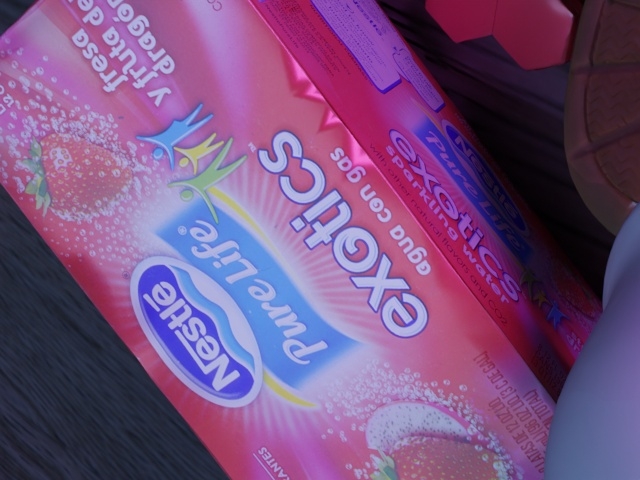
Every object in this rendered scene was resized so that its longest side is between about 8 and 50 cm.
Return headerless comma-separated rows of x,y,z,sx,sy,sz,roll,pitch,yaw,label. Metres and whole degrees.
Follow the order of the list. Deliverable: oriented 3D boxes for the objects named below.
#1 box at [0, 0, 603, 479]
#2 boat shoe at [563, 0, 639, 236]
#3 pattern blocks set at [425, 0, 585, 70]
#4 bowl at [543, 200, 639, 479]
0.000,0.000,0.583,0.142,0.154,0.300,-36,94,23,box
0.176,-0.157,0.415,0.121,0.110,0.341,39,124,41,boat shoe
0.004,-0.245,0.581,0.325,0.026,0.285,31,130,27,pattern blocks set
0.167,0.123,0.365,0.298,0.134,0.298,39,157,20,bowl
